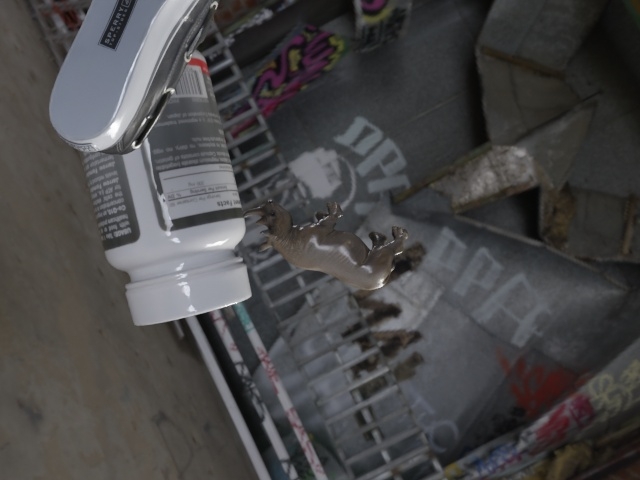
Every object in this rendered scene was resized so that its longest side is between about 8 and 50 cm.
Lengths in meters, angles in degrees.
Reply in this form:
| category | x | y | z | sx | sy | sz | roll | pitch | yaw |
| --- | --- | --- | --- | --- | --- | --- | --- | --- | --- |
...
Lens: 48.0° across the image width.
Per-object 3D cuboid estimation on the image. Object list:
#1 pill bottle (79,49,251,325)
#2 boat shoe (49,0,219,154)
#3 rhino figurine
| category | x | y | z | sx | sy | sz | roll | pitch | yaw |
| --- | --- | --- | --- | --- | --- | --- | --- | --- | --- |
| pill bottle | -0.176 | -0.058 | 0.809 | 0.161 | 0.161 | 0.283 | -39 | 116 | -88 |
| boat shoe | -0.111 | -0.163 | 0.520 | 0.080 | 0.229 | 0.076 | 25 | 1 | 17 |
| rhino figurine | 0.000 | 0.000 | 1.060 | 0.073 | 0.243 | 0.106 | 105 | 4 | -63 |
